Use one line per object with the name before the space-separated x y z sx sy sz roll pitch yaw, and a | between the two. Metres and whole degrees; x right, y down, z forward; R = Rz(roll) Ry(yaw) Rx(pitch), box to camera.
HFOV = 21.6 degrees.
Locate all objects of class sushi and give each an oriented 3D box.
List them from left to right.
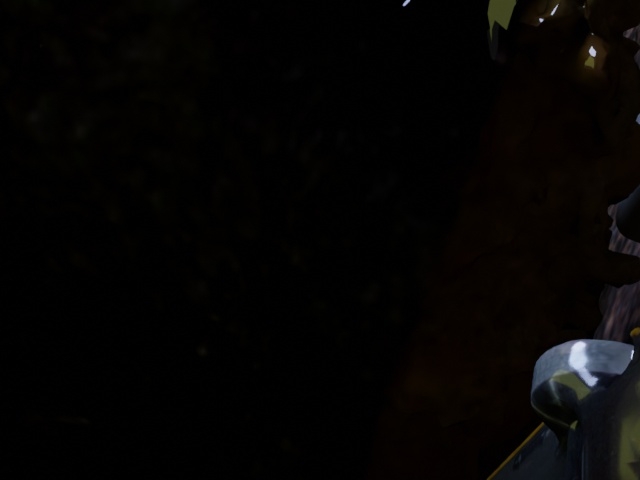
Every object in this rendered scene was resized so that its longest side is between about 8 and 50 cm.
sushi | 0.000 0.000 0.536 0.234 0.207 0.349 -57 -14 -40

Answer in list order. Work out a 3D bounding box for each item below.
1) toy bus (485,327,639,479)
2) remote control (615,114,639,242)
toy bus | 0.058 0.085 0.370 0.162 0.074 0.070 119 163 -56
remote control | 0.135 -0.084 0.495 0.190 0.029 0.087 110 178 -48
